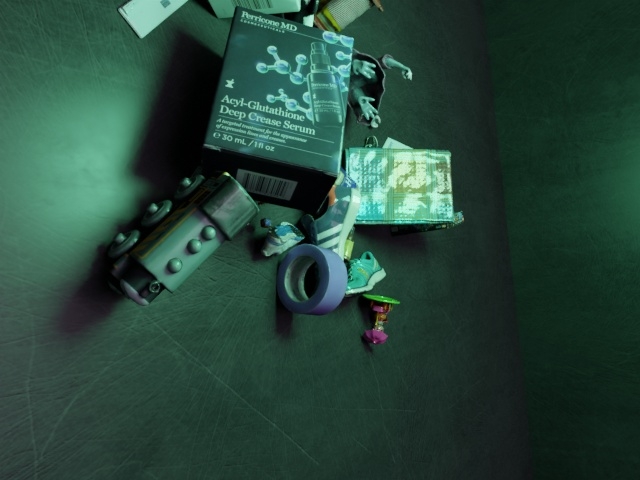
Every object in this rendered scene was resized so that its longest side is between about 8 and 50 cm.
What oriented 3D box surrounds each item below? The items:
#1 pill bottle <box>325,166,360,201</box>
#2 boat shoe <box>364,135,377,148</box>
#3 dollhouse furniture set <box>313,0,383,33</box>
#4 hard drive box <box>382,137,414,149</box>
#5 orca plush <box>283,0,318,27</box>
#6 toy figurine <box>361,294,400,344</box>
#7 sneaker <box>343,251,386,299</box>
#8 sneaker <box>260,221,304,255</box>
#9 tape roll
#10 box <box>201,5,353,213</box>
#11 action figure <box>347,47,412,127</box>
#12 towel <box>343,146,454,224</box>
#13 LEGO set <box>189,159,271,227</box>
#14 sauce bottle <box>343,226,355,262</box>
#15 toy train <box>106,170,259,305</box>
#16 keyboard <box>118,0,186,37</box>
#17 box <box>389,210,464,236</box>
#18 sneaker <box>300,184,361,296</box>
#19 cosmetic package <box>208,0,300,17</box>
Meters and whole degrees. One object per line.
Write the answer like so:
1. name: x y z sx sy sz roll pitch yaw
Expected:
1. pill bottle: 0.029 -0.184 1.501 0.187 0.112 0.111 41 54 -40
2. boat shoe: 0.177 -0.326 1.764 0.038 0.046 0.125 20 77 -53
3. dollhouse furniture set: 0.000 -0.805 1.467 0.374 0.201 0.152 32 38 -45
4. hard drive box: 0.300 -0.228 1.726 0.089 0.232 0.181 98 17 -75
5. orca plush: -0.076 -0.701 1.364 0.102 0.151 0.287 -9 130 -27
6. toy figurine: 0.195 0.273 1.657 0.173 0.130 0.159 15 85 -75
7. sneaker: 0.115 0.117 1.584 0.275 0.107 0.109 -32 98 -58
8. sneaker: -0.111 0.002 1.341 0.071 0.082 0.191 40 19 14
9. tape roll: -0.025 0.107 1.320 0.080 0.189 0.188 14 73 -49
10. box: -0.101 -0.304 1.163 0.294 0.212 0.394 11 67 -11
11. action figure: 0.143 -0.537 1.677 0.276 0.248 0.370 28 28 -7
12. towel: 0.263 -0.185 1.643 0.040 0.371 0.271 104 -14 -79
13. LEGO set: -0.210 -0.139 1.261 0.244 0.060 0.182 40 55 -27
14. sauce bottle: 0.089 0.011 1.596 0.042 0.042 0.128 41 56 -40
15. toy train: -0.277 -0.012 0.974 0.334 0.190 0.142 -46 122 -18
16. keyboard: -0.374 -0.569 1.146 0.072 0.014 0.255 57 45 -35
17. box: 0.405 -0.063 1.850 0.159 0.233 0.044 -17 96 -51
18. sneaker: 0.000 0.000 1.434 0.148 0.131 0.349 16 89 -9
19. cosmetic package: -0.174 -0.820 1.228 0.161 0.230 0.452 52 36 -79
